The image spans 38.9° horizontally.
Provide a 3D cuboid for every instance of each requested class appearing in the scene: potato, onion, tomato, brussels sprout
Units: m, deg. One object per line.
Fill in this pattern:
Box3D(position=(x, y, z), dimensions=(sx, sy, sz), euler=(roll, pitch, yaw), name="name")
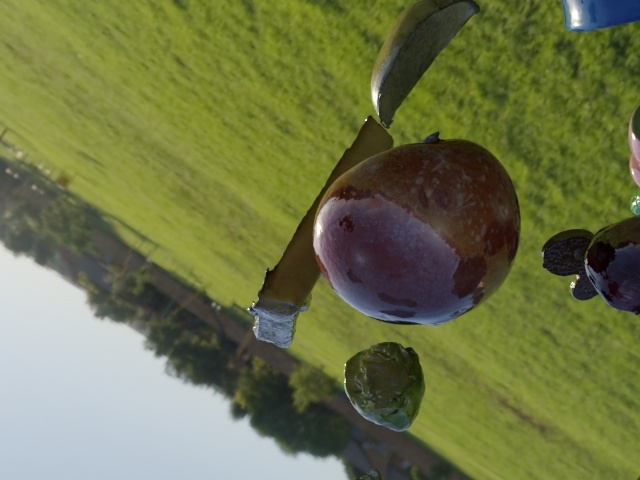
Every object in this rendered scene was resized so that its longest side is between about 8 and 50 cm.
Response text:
Box3D(position=(0.139, -0.333, 1.523), dimensions=(0.100, 0.261, 0.120), euler=(38, 179, 35), name="potato")
Box3D(position=(0.412, 0.022, 1.035), dimensions=(0.205, 0.151, 0.098), euler=(-7, 142, 7), name="onion")
Box3D(position=(0.125, -0.004, 1.153), dimensions=(0.270, 0.270, 0.227), euler=(74, 176, -78), name="tomato")
Box3D(position=(0.120, 0.268, 1.636), dimensions=(0.149, 0.151, 0.122), euler=(21, 145, 36), name="brussels sprout")

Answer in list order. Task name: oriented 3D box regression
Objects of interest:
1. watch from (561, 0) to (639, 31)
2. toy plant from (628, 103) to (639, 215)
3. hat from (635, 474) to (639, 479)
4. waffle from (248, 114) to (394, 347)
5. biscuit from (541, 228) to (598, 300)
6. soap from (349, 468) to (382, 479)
Box3D(position=(0.283, -0.246, 0.713), dimensions=(0.196, 0.171, 0.200), euler=(-17, -172, -43), name="watch")
Box3D(position=(0.831, -0.166, 2.023), dimensions=(0.316, 0.211, 0.356), euler=(-6, 136, 27), name="toy plant")
Box3D(position=(0.473, 0.370, 0.993), dimensions=(0.382, 0.257, 0.366), euler=(57, 165, 19), name="hat")
Box3D(position=(0.000, -0.001, 1.440), dimensions=(0.077, 0.348, 0.304), euler=(30, 163, 4), name="waffle")
Box3D(position=(0.390, 0.029, 1.216), dimensions=(0.204, 0.138, 0.031), euler=(13, -141, -15), name="biscuit")
Box3D(position=(0.065, 0.493, 1.422), dimensions=(0.076, 0.135, 0.233), euler=(47, -154, -55), name="soap")
